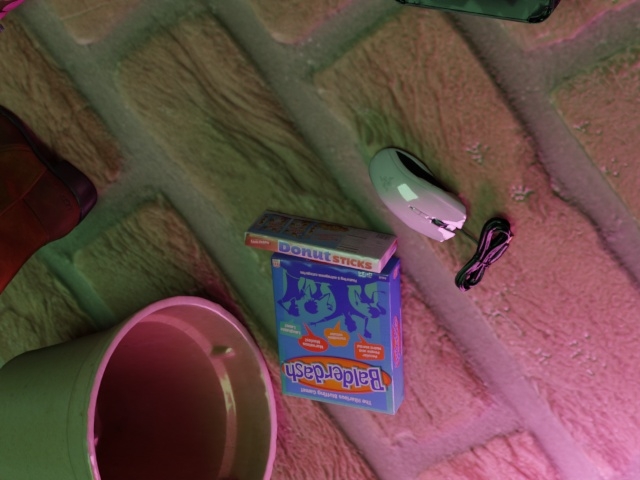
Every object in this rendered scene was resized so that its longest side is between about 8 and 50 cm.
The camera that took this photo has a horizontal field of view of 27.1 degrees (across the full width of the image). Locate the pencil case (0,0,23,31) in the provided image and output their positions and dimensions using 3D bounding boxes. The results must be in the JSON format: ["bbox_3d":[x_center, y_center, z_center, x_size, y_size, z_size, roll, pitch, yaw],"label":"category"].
[{"bbox_3d":[-0.344,-0.332,1.580,0.209,0.098,0.095,-25,105,32],"label":"pencil case"}]

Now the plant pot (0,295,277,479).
[{"bbox_3d":[-0.281,0.250,1.767,0.305,0.334,0.334,-7,114,39],"label":"plant pot"}]

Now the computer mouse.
[{"bbox_3d":[0.131,-0.030,1.566,0.193,0.042,0.106,38,127,0],"label":"computer mouse"}]

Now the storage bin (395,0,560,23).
[{"bbox_3d":[0.166,-0.304,1.372,0.180,0.084,0.122,12,121,18],"label":"storage bin"}]

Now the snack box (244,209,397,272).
[{"bbox_3d":[0.000,0.000,1.629,0.178,0.064,0.022,11,122,19],"label":"snack box"}]

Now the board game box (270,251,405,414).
[{"bbox_3d":[0.024,0.112,1.692,0.160,0.047,0.210,7,121,21],"label":"board game box"}]

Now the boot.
[{"bbox_3d":[-0.454,-0.052,1.673,0.264,0.280,0.096,40,126,-1],"label":"boot"}]
